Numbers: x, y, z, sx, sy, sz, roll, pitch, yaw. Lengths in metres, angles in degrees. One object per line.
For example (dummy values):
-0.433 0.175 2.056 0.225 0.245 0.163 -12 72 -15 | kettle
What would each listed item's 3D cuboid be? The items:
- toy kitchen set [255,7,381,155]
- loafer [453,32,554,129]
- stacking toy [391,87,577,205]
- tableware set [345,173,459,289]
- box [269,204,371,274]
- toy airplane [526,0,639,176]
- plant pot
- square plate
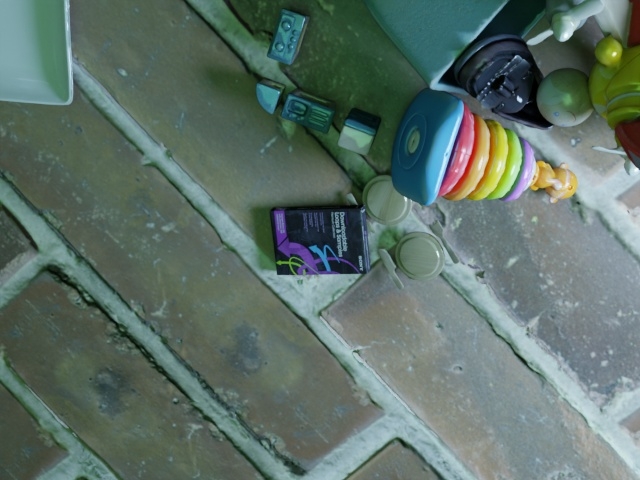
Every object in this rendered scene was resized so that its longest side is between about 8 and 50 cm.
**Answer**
0.010 -0.254 1.915 0.207 0.122 0.166 20 108 1 | toy kitchen set
0.290 -0.228 1.791 0.109 0.302 0.095 -43 72 16 | loafer
0.277 -0.122 1.916 0.302 0.166 0.175 13 100 -21 | stacking toy
0.141 -0.024 2.010 0.128 0.039 0.194 -27 96 29 | tableware set
0.000 0.000 2.030 0.162 0.029 0.116 -2 106 16 | box
0.432 -0.266 1.742 0.272 0.384 0.386 -24 95 19 | toy airplane
0.190 -0.394 1.799 0.252 0.247 0.248 46 107 12 | plant pot
-0.571 -0.402 1.984 0.347 0.049 0.344 4 107 6 | square plate
